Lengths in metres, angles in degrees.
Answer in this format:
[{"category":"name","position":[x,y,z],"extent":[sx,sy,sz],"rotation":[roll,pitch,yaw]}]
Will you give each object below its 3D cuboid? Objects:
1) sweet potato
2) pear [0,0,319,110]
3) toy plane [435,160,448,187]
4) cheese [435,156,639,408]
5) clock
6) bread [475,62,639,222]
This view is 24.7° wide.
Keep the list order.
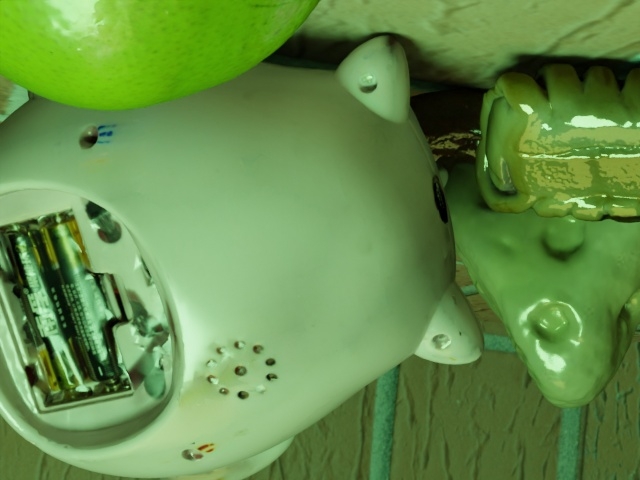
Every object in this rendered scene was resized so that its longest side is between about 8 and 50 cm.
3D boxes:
[{"category":"sweet potato","position":[0.164,-0.092,1.180],"extent":[0.255,0.058,0.078],"rotation":[1,150,10]},{"category":"pear","position":[-0.077,-0.148,0.598],"extent":[0.187,0.187,0.220],"rotation":[9,158,-19]},{"category":"toy plane","position":[-0.002,-0.002,1.330],"extent":[0.267,0.267,0.122],"rotation":[2,153,29]},{"category":"cheese","position":[0.200,0.011,1.347],"extent":[0.248,0.251,0.173],"rotation":[20,178,29]},{"category":"clock","position":[-0.088,0.014,1.119],"extent":[0.377,0.368,0.250],"rotation":[-13,-169,20]},{"category":"bread","position":[0.223,-0.076,1.087],"extent":[0.225,0.081,0.134],"rotation":[6,136,18]}]
